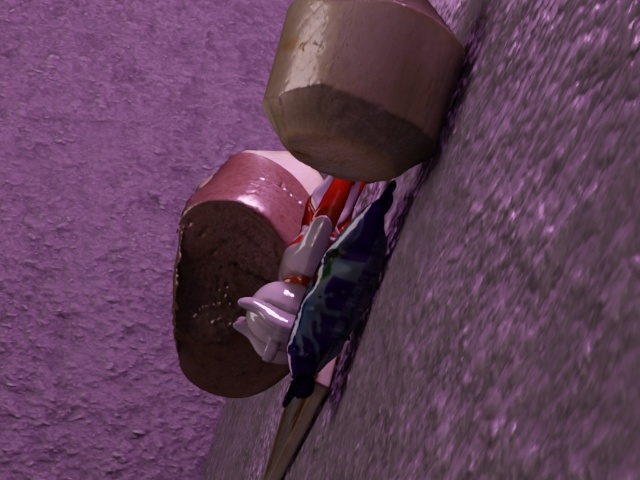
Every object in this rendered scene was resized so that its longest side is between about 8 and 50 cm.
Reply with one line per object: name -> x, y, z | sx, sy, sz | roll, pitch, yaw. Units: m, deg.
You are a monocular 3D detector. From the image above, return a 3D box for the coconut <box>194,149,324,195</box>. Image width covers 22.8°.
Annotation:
coconut -> -0.096, -0.014, 2.538 | 0.259, 0.259, 0.259 | -160, 90, -86

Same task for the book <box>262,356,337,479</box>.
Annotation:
book -> -0.016, 0.182, 1.986 | 0.295, 0.020, 0.208 | 115, 174, -49

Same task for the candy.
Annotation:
candy -> 0.022, 0.057, 1.761 | 0.145, 0.070, 0.275 | 43, -108, -89

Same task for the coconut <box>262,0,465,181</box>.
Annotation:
coconut -> 0.047, -0.182, 1.677 | 0.202, 0.202, 0.222 | 124, 164, -73

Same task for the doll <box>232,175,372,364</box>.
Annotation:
doll -> 0.000, 0.000, 1.973 | 0.188, 0.099, 0.384 | 103, -168, -53

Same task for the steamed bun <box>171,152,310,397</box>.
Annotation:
steamed bun -> -0.073, 0.047, 2.162 | 0.251, 0.199, 0.301 | -42, -44, -62
